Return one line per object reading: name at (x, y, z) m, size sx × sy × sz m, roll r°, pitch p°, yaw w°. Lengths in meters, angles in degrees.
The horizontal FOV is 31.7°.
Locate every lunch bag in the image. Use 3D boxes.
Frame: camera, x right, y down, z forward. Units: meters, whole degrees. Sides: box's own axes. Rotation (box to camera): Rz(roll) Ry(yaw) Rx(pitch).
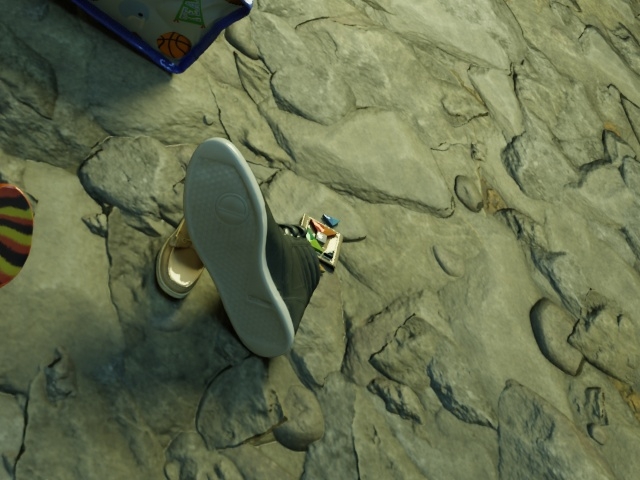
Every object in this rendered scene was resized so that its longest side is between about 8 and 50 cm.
lunch bag at (-0.272, -0.483, 1.612) m, size 0.385 × 0.239 × 0.328 m, roll 34°, pitch 43°, yaw -25°

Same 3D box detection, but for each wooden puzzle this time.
wooden puzzle at (0.000, 0.000, 1.619) m, size 0.078 × 0.014 × 0.116 m, roll 27°, pitch 44°, yaw -22°

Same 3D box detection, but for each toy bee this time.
toy bee at (-0.414, 0.065, 1.129) m, size 0.195 × 0.298 × 0.162 m, roll -105°, pitch 175°, yaw -76°

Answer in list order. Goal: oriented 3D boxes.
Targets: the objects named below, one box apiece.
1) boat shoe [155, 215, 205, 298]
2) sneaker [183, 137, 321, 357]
boat shoe at (-0.161, 0.000, 1.445) m, size 0.063 × 0.059 × 0.170 m, roll 32°, pitch 42°, yaw -16°
sneaker at (-0.084, -0.012, 1.431) m, size 0.147 × 0.104 × 0.296 m, roll -59°, pitch 137°, yaw -56°
